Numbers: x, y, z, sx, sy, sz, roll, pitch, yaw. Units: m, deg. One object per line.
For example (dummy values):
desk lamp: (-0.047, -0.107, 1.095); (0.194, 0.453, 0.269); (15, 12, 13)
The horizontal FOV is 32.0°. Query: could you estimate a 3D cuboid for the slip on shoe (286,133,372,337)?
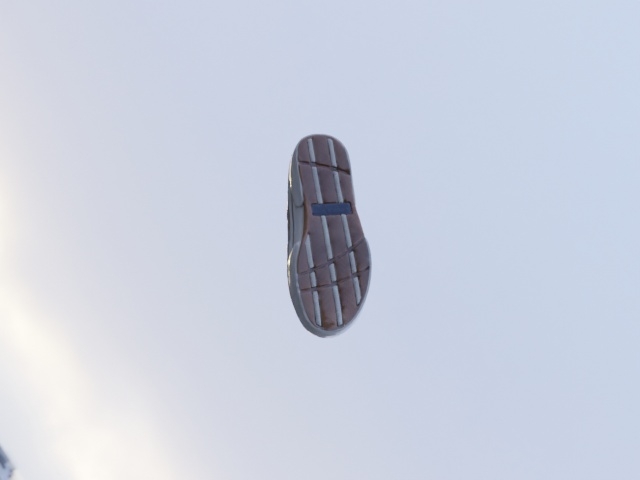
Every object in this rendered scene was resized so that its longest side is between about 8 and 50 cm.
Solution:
slip on shoe: (0.000, 0.000, 0.692); (0.041, 0.051, 0.135); (116, -30, -60)
